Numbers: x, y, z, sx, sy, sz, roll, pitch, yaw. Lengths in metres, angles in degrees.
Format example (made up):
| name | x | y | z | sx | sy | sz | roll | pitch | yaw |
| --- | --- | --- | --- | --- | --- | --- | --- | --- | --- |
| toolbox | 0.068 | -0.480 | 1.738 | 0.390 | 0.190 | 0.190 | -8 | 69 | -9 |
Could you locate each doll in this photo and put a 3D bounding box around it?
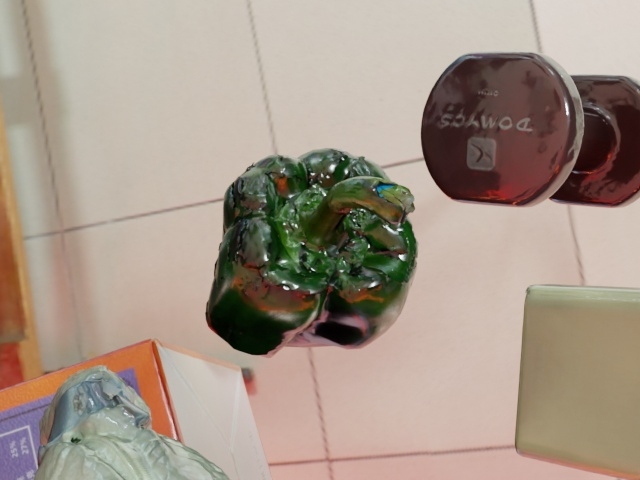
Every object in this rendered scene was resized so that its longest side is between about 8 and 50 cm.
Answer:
| name | x | y | z | sx | sy | sz | roll | pitch | yaw |
| --- | --- | --- | --- | --- | --- | --- | --- | --- | --- |
| doll | -0.052 | 0.112 | 0.310 | 0.214 | 0.072 | 0.103 | -124 | 35 | -50 |

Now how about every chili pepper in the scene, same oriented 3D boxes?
| name | x | y | z | sx | sy | sz | roll | pitch | yaw |
| --- | --- | --- | --- | --- | --- | --- | --- | --- | --- |
| chili pepper | 0.000 | 0.000 | 0.894 | 0.261 | 0.174 | 0.165 | 119 | 155 | -51 |

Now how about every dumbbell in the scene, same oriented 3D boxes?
| name | x | y | z | sx | sy | sz | roll | pitch | yaw |
| --- | --- | --- | --- | --- | --- | --- | --- | --- | --- |
| dumbbell | 0.198 | -0.091 | 0.907 | 0.140 | 0.225 | 0.123 | 7 | 95 | 39 |

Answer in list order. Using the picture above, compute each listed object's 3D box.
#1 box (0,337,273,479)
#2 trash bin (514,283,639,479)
| name | x | y | z | sx | sy | sz | roll | pitch | yaw |
| --- | --- | --- | --- | --- | --- | --- | --- | --- | --- |
| box | -0.177 | 0.301 | 0.961 | 0.257 | 0.318 | 0.348 | -19 | 78 | 4 |
| trash bin | 0.109 | 0.044 | 0.316 | 0.092 | 0.043 | 0.060 | 4 | 91 | 26 |
